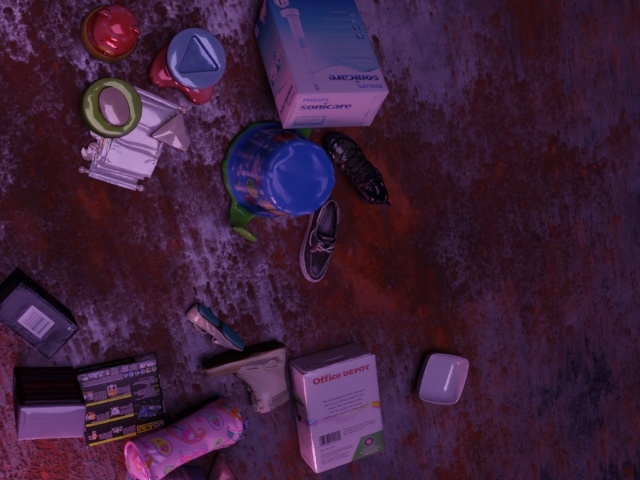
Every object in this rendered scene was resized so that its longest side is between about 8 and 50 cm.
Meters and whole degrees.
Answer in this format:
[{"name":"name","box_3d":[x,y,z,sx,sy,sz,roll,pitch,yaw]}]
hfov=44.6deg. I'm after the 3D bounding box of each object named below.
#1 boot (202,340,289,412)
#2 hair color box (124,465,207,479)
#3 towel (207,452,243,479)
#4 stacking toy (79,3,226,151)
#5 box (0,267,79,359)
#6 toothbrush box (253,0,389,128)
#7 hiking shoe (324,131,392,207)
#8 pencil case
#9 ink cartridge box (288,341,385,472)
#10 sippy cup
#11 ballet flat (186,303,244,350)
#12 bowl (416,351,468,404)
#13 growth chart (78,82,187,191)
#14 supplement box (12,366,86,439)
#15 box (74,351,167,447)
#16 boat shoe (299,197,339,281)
[{"name":"boot","box_3d":[-0.178,0.349,1.919,0.213,0.077,0.165,-12,107,-24]},{"name":"hair color box","box_3d":[-0.404,0.736,1.875,0.185,0.113,0.374,12,95,-25]},{"name":"towel","box_3d":[-0.228,0.638,1.839,0.049,0.282,0.187,21,91,-21]},{"name":"stacking toy","box_3d":[-0.358,-0.344,1.655,0.309,0.130,0.279,12,88,-25]},{"name":"box","box_3d":[-0.606,0.152,1.644,0.093,0.158,0.156,-48,114,-9]},{"name":"toothbrush box","box_3d":[-0.004,-0.403,1.734,0.216,0.126,0.295,-6,62,-23]},{"name":"hiking shoe","box_3d":[0.101,-0.177,1.915,0.086,0.114,0.227,-46,114,-10]},{"name":"pencil case","box_3d":[-0.313,0.469,1.826,0.284,0.124,0.124,-19,108,-37]},{"name":"ink cartridge box","box_3d":[0.042,0.424,2.006,0.201,0.117,0.278,-13,106,-21]},{"name":"sippy cup","box_3d":[-0.083,-0.152,1.780,0.240,0.224,0.305,-2,102,-23]},{"name":"ballet flat","box_3d":[-0.255,0.216,1.880,0.052,0.057,0.168,-37,111,17]},{"name":"bowl","box_3d":[0.331,0.377,2.160,0.142,0.053,0.142,13,94,-25]},{"name":"growth chart","box_3d":[-0.420,-0.228,1.728,0.172,0.021,0.237,27,89,-25]},{"name":"supplement box","box_3d":[-0.578,0.338,1.649,0.130,0.239,0.073,4,100,-24]},{"name":"box","box_3d":[-0.463,0.370,1.815,0.191,0.045,0.184,-10,107,-23]},{"name":"boat shoe","box_3d":[0.000,0.000,1.930,0.078,0.070,0.219,4,99,-24]}]
